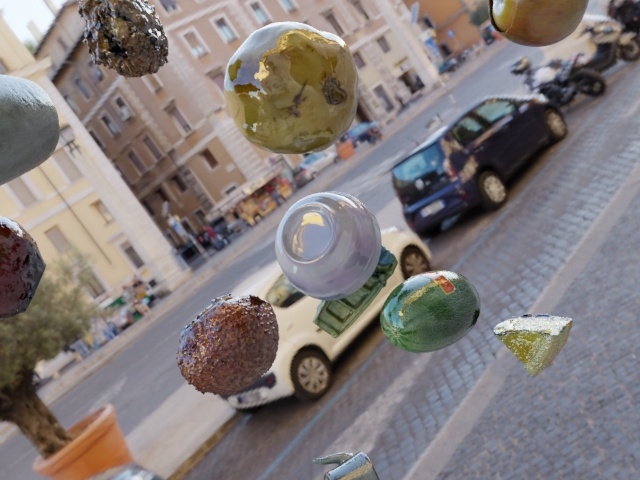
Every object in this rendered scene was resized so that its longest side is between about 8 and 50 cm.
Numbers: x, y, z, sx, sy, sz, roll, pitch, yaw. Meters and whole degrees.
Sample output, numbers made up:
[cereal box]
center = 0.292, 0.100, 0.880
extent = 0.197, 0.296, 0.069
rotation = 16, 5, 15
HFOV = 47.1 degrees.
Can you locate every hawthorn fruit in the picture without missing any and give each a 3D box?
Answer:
[hawthorn fruit]
center = -0.838, 0.069, 1.835
extent = 0.316, 0.316, 0.316
rotation = -34, 7, 5

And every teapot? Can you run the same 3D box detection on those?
[teapot]
center = 0.064, 0.620, 1.773
extent = 0.149, 0.239, 0.162
rotation = -15, -35, -17

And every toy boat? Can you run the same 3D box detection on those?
[toy boat]
center = 0.093, 0.128, 1.950
extent = 0.276, 0.111, 0.084
rotation = -52, 4, 7

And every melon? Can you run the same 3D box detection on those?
[melon]
center = 0.263, 0.160, 1.700
extent = 0.288, 0.182, 0.182
rotation = -12, -9, -40

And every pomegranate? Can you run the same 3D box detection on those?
[pomegranate]
center = -0.071, -0.369, 1.806
extent = 0.332, 0.332, 0.332
rotation = -34, 7, 5

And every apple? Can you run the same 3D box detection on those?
[apple]
center = 0.444, -0.527, 1.526
extent = 0.207, 0.237, 0.237
rotation = 5, 13, 5

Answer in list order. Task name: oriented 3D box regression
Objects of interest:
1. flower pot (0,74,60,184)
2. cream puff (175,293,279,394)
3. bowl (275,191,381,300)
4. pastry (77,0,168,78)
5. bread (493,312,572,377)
[flower pot]
center = -0.793, -0.246, 1.689
extent = 0.293, 0.293, 0.330
rotation = -31, 1, 27
[cream puff]
center = -0.254, 0.314, 2.149
extent = 0.350, 0.350, 0.229
rotation = -38, 51, -22
[bowl]
center = 0.000, 0.000, 1.877
extent = 0.287, 0.287, 0.144
rotation = -33, -28, 15
[pastry]
center = -0.495, -0.516, 1.787
extent = 0.193, 0.275, 0.275
rotation = -27, 8, 10
[bread]
center = 0.544, 0.235, 1.892
extent = 0.140, 0.160, 0.169
rotation = -24, -36, -41
